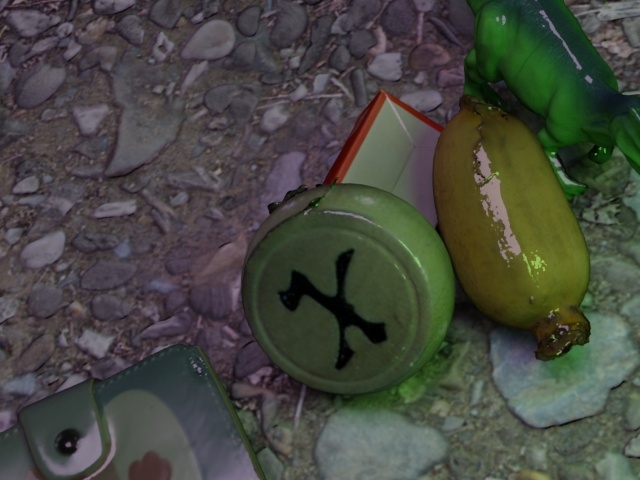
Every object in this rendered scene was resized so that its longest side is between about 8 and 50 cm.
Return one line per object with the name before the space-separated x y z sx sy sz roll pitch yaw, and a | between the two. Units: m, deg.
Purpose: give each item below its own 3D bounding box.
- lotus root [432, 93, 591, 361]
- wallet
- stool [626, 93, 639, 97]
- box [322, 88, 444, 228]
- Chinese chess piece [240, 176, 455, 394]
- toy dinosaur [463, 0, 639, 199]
lotus root | 0.201 -0.012 1.442 0.146 0.131 0.303 -11 73 -24
wallet | -0.246 0.271 1.444 0.360 0.083 0.252 -27 60 -2
stool | 0.409 -0.148 1.502 0.111 0.135 0.134 19 21 29
box | 0.072 -0.055 1.527 0.133 0.099 0.182 29 67 -6
Chinese chess piece | 0.025 0.051 1.419 0.238 0.237 0.092 2 21 18
toy dinosaur | 0.209 -0.270 1.454 0.144 0.499 0.374 -29 10 -8
